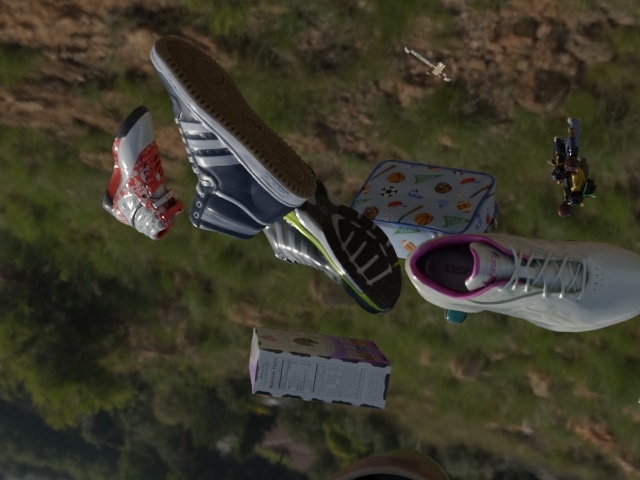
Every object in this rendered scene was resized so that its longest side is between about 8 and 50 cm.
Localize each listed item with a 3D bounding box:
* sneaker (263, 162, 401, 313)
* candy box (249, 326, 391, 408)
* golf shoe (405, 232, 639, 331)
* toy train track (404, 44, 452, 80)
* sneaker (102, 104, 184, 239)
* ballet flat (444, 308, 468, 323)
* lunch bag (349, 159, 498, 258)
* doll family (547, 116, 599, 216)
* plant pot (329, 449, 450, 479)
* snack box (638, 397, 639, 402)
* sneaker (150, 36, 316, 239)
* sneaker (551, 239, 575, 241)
[{"bbox_3d":[0.000,0.000,1.471,0.300,0.111,0.121,47,140,14],"label":"sneaker"},{"bbox_3d":[-0.006,0.189,1.484,0.196,0.070,0.165,8,-174,-6],"label":"candy box"},{"bbox_3d":[0.245,0.047,1.178,0.306,0.115,0.140,2,173,21],"label":"golf shoe"},{"bbox_3d":[0.159,-0.262,1.475,0.083,0.014,0.048,36,168,-2],"label":"toy train track"},{"bbox_3d":[-0.305,-0.115,1.791,0.145,0.090,0.270,34,136,8],"label":"sneaker"},{"bbox_3d":[0.347,0.099,2.377,0.072,0.068,0.213,18,113,10],"label":"ballet flat"},{"bbox_3d":[0.229,-0.068,2.117,0.303,0.243,0.115,13,136,27],"label":"lunch bag"},{"bbox_3d":[0.431,-0.119,1.696,0.076,0.111,0.193,-6,133,30],"label":"doll family"},{"bbox_3d":[0.127,0.442,1.585,0.263,0.263,0.229,14,-167,11],"label":"plant pot"},{"bbox_3d":[0.655,0.208,1.651,0.070,0.207,0.174,42,157,-28],"label":"snack box"},{"bbox_3d":[-0.150,-0.124,1.306,0.282,0.099,0.153,47,125,-3],"label":"sneaker"},{"bbox_3d":[0.366,0.033,1.643,0.144,0.053,0.059,3,122,35],"label":"sneaker"}]
